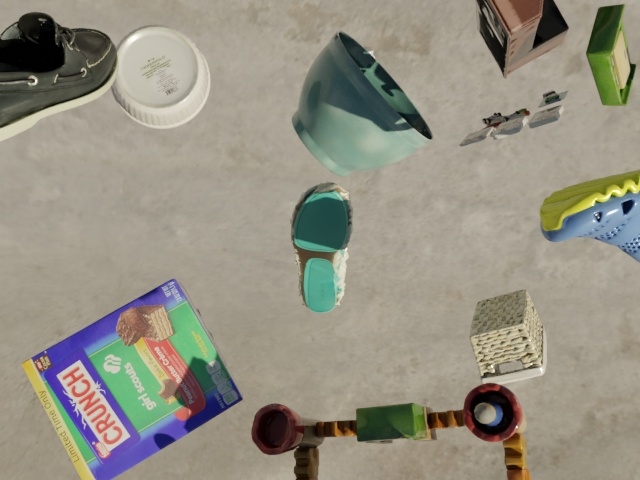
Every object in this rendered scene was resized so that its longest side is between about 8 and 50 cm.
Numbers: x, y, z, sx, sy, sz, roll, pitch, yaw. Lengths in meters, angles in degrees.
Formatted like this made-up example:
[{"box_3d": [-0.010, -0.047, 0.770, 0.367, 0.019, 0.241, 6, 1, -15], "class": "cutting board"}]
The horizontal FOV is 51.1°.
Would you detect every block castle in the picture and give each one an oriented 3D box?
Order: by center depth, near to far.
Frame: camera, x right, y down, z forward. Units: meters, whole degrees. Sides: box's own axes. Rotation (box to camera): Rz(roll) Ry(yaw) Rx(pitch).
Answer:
[{"box_3d": [0.107, 0.399, 1.050, 0.453, 0.213, 0.303, -11, 68, 25], "class": "block castle"}]

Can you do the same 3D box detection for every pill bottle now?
[{"box_3d": [0.115, -0.441, 1.683, 0.043, 0.043, 0.083, -14, 133, -17], "class": "pill bottle"}]

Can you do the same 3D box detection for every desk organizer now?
[{"box_3d": [0.138, -0.155, 0.457, 0.050, 0.130, 0.047, -28, 85, 14], "class": "desk organizer"}]

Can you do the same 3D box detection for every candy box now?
[{"box_3d": [-0.347, 0.263, 1.264, 0.317, 0.122, 0.268, -30, 85, -8], "class": "candy box"}]

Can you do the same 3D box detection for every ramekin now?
[{"box_3d": [-0.328, -0.338, 1.367, 0.207, 0.109, 0.207, 0, 89, -10], "class": "ramekin"}]

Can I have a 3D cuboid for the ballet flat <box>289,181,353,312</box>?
[{"box_3d": [0.000, 0.000, 1.594, 0.147, 0.409, 0.147, 3, 43, -3], "class": "ballet flat"}]

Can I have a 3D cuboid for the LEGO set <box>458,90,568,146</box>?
[{"box_3d": [0.386, -0.225, 1.286, 0.244, 0.182, 0.060, -45, 115, -53], "class": "LEGO set"}]

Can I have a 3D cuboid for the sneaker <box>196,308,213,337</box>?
[{"box_3d": [-0.287, 0.227, 1.496, 0.088, 0.225, 0.092, -23, 118, -14], "class": "sneaker"}]

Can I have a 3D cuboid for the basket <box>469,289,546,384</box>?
[{"box_3d": [0.338, 0.172, 1.214, 0.113, 0.167, 0.103, -19, 101, 24], "class": "basket"}]

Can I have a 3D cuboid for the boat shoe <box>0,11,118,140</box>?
[{"box_3d": [-0.380, -0.244, 0.894, 0.127, 0.113, 0.340, 25, 37, 11], "class": "boat shoe"}]

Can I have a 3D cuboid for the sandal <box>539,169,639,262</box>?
[{"box_3d": [0.446, -0.032, 0.937, 0.317, 0.126, 0.138, -11, 93, -21], "class": "sandal"}]

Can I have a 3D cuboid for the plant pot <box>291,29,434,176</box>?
[{"box_3d": [0.065, -0.257, 1.390, 0.196, 0.293, 0.293, -40, 99, 20], "class": "plant pot"}]

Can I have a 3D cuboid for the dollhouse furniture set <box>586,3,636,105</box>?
[{"box_3d": [0.241, -0.110, 0.387, 0.058, 0.152, 0.076, 42, 64, -50], "class": "dollhouse furniture set"}]
